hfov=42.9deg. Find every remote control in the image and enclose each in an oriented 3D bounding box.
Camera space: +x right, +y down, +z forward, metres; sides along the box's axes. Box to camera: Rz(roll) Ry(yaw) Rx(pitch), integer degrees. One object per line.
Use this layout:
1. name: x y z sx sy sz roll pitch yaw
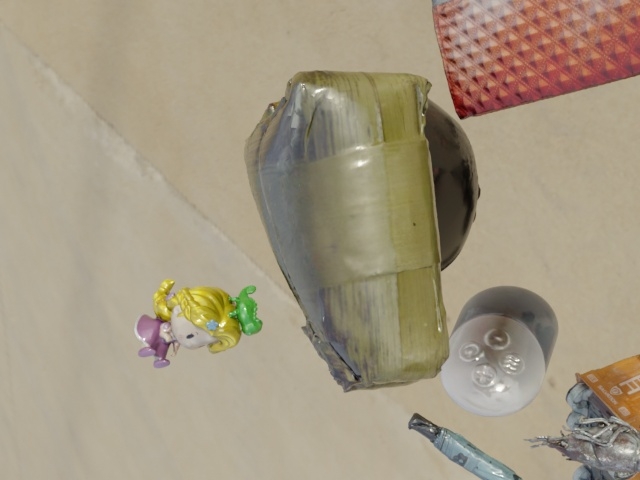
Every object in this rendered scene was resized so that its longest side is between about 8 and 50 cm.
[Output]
1. remote control: 0.391 0.236 1.781 0.221 0.332 0.103 15 145 22

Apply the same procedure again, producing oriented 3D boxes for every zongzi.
1. zongzi: 0.000 0.000 0.783 0.300 0.145 0.274 -12 85 64

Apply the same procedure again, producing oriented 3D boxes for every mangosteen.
1. mangosteen: 0.075 -0.068 1.168 0.297 0.313 0.297 28 123 55

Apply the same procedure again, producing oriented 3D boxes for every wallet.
1. wallet: 0.157 -0.150 0.563 0.196 0.020 0.103 -6 99 53

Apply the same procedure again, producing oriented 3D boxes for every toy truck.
1. toy truck: 0.659 0.434 1.722 0.173 0.206 0.388 -124 16 -54

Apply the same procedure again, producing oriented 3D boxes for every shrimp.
1. shrimp: 0.307 0.221 0.894 0.165 0.065 0.057 6 128 23

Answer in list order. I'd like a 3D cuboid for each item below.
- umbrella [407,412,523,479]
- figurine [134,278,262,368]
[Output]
1. umbrella: 0.285 0.418 1.600 0.250 0.053 0.052 32 97 16
2. figurine: -0.150 0.086 1.023 0.156 0.095 0.115 -19 58 17
